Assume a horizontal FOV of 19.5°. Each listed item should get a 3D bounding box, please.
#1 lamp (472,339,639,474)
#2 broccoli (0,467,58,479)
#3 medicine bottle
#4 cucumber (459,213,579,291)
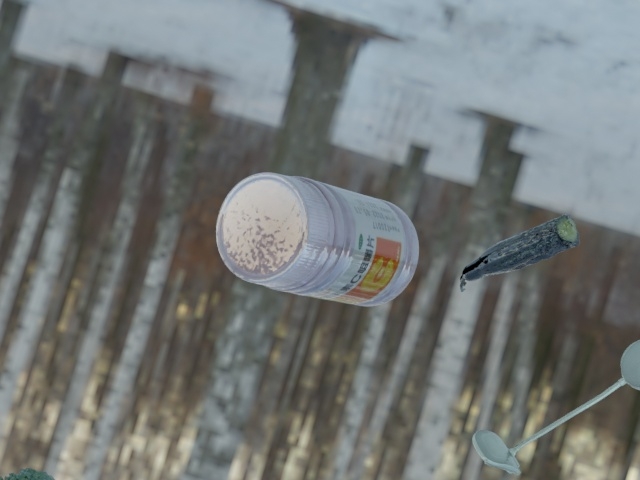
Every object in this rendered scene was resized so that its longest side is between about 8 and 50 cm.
[{"bbox_3d":[0.237,0.152,1.740,0.056,0.198,0.050,37,-158,-46],"label":"lamp"},{"bbox_3d":[-0.223,0.282,1.255,0.270,0.270,0.270,17,-173,0],"label":"broccoli"},{"bbox_3d":[0.000,0.000,2.119,0.133,0.133,0.250,16,180,32],"label":"medicine bottle"},{"bbox_3d":[0.202,0.014,1.974,0.163,0.039,0.043,-22,135,38],"label":"cucumber"}]
